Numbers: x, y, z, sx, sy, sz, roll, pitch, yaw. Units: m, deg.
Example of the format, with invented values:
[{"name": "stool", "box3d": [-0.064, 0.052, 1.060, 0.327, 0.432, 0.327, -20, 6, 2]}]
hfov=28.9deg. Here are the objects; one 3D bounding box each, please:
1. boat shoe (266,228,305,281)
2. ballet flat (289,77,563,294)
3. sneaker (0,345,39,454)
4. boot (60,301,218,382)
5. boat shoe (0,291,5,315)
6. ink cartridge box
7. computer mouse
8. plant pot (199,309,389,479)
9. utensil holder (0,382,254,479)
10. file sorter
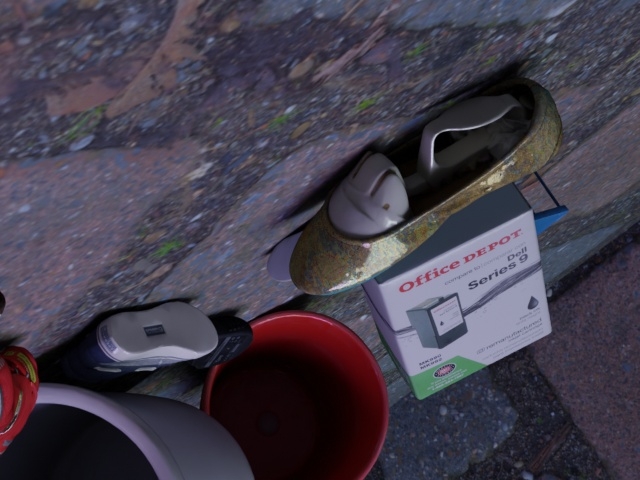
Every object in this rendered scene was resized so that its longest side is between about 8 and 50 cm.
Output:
[{"name": "boat shoe", "box3d": [0.000, 0.000, 1.447, 0.142, 0.049, 0.040, -39, 166, 16]}, {"name": "ballet flat", "box3d": [0.106, -0.070, 1.345, 0.348, 0.123, 0.123, -30, 166, -7]}, {"name": "sneaker", "box3d": [-0.320, 0.139, 1.176, 0.118, 0.107, 0.279, -46, 177, -28]}, {"name": "boot", "box3d": [-0.201, 0.116, 1.389, 0.086, 0.069, 0.190, -32, 160, 28]}, {"name": "boat shoe", "box3d": [-0.322, 0.068, 0.932, 0.073, 0.073, 0.207, -41, 171, 24]}, {"name": "ink cartridge box", "box3d": [0.165, 0.048, 1.576, 0.211, 0.122, 0.289, -27, 142, -3]}, {"name": "computer mouse", "box3d": [-0.175, 0.128, 1.544, 0.242, 0.041, 0.071, -2, 139, -52]}, {"name": "plant pot", "box3d": [-0.060, 0.257, 1.809, 0.275, 0.275, 0.243, -28, 174, -20]}, {"name": "utensil holder", "box3d": [-0.257, 0.333, 1.467, 0.327, 0.328, 0.385, -34, 168, 5]}, {"name": "file sorter", "box3d": [0.236, -0.027, 1.753, 0.170, 0.104, 0.118, -42, 164, 35]}]
